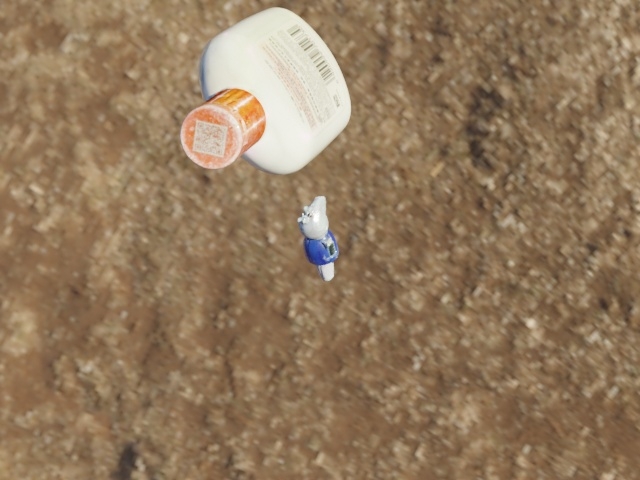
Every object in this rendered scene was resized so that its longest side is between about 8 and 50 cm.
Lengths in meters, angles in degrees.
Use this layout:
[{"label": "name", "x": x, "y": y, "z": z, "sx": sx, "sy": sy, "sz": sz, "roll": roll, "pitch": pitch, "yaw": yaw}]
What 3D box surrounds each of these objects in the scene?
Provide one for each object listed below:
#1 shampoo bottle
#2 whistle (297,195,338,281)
[{"label": "shampoo bottle", "x": -0.039, "y": -0.096, "z": 0.956, "sx": 0.051, "sy": 0.221, "sz": 0.108, "roll": -28, "pitch": 99, "yaw": 23}, {"label": "whistle", "x": 0.000, "y": 0.000, "z": 1.139, "sx": 0.029, "sy": 0.083, "sz": 0.033, "roll": 25, "pitch": 55, "yaw": 34}]
